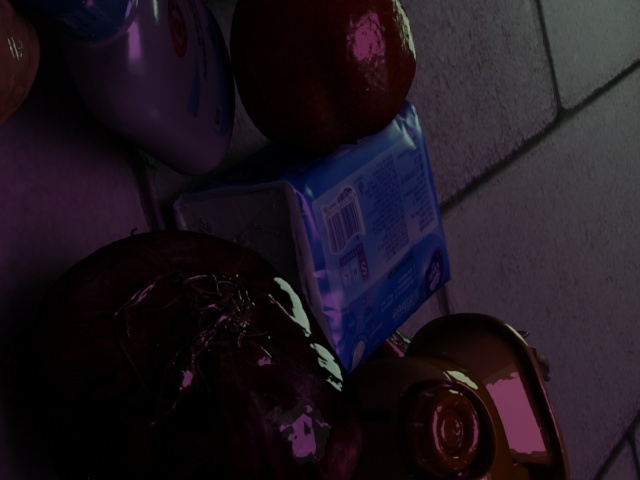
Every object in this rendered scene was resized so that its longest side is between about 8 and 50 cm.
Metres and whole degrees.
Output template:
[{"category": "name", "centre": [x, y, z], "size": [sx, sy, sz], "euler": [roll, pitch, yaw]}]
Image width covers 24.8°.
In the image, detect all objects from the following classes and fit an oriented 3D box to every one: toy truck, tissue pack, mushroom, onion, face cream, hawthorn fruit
[{"category": "toy truck", "centre": [0.107, 0.227, 1.426], "size": [0.211, 0.204, 0.288], "euler": [-11, 90, -46]}, {"category": "tissue pack", "centre": [0.000, 0.000, 1.367], "size": [0.263, 0.146, 0.198], "euler": [-39, 120, -56]}, {"category": "mushroom", "centre": [0.268, 0.154, 1.879], "size": [0.187, 0.061, 0.060], "euler": [19, 63, -61]}, {"category": "onion", "centre": [-0.084, 0.117, 1.089], "size": [0.221, 0.281, 0.281], "euler": [-38, 118, -33]}, {"category": "face cream", "centre": [-0.145, -0.157, 1.126], "size": [0.336, 0.080, 0.163], "euler": [38, 44, -75]}, {"category": "hawthorn fruit", "centre": [-0.005, -0.173, 1.261], "size": [0.169, 0.169, 0.188], "euler": [-37, 114, -55]}]

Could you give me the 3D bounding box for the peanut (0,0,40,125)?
[{"category": "peanut", "centre": [-0.282, -0.097, 0.934], "size": [0.290, 0.130, 0.130], "euler": [-48, 125, -50]}]

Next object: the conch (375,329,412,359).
[{"category": "conch", "centre": [0.113, 0.163, 1.592], "size": [0.086, 0.080, 0.233], "euler": [-38, 116, -64]}]
